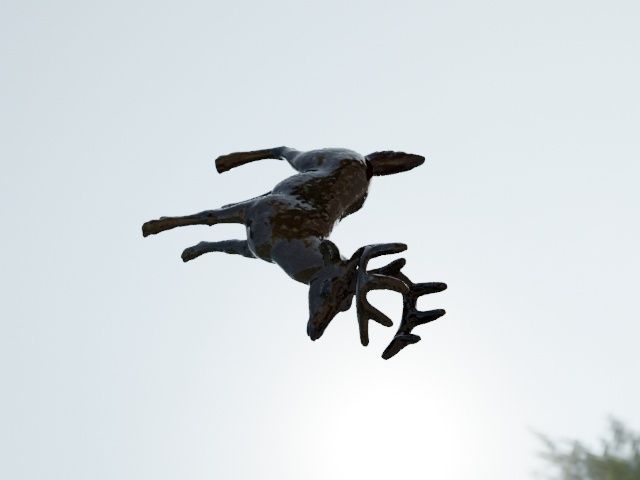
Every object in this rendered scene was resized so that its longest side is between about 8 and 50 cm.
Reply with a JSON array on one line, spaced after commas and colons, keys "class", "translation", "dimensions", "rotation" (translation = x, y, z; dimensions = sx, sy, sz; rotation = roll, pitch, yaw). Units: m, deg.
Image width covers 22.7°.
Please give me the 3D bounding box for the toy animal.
[{"class": "toy animal", "translation": [-0.006, -0.015, 1.258], "dimensions": [0.243, 0.260, 0.087], "rotation": [-61, -39, -43]}]
